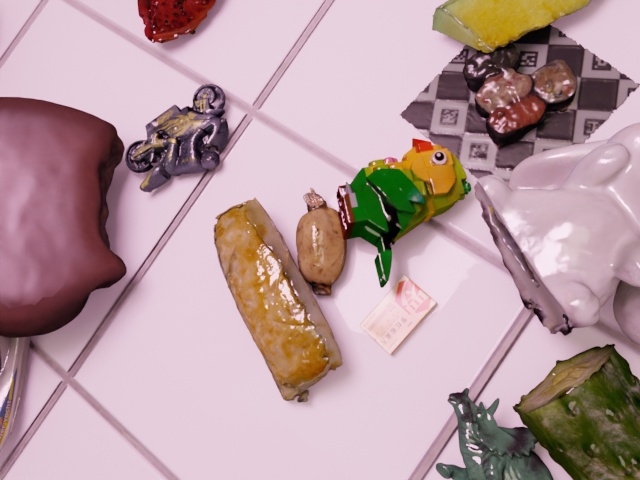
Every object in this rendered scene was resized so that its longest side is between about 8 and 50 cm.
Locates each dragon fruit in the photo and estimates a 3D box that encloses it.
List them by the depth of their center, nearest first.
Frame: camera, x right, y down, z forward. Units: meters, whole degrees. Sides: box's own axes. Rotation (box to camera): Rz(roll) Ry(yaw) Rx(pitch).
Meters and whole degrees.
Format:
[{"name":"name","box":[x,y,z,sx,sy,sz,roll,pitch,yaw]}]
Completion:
[{"name":"dragon fruit","box":[-0.230,-0.400,0.989,0.127,0.120,0.161,4,107,-23]}]

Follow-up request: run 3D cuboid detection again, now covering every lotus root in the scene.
[{"name":"lotus root","box":[0.000,0.000,0.830,0.072,0.063,0.152,-12,78,24]}]

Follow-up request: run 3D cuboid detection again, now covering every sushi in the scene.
[{"name":"sushi","box":[0.259,-0.197,0.807,0.231,0.047,0.219,-46,69,2]}]

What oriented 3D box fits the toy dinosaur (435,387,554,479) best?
[{"name":"toy dinosaur","box":[0.219,0.306,0.676,0.119,0.079,0.292,-9,67,-22]}]

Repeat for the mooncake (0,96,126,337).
[{"name":"mooncake","box":[-0.420,-0.042,0.874,0.333,0.174,0.326,-36,91,-28]}]

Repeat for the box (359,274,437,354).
[{"name":"box","box":[0.103,0.098,0.801,0.058,0.015,0.093,43,92,22]}]

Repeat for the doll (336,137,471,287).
[{"name":"doll","box":[0.107,-0.050,0.787,0.186,0.106,0.134,-39,78,-13]}]

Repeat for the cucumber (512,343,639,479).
[{"name":"cucumber","box":[0.331,0.241,0.646,0.134,0.134,0.245,-35,77,6]}]

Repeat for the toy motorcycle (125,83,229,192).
[{"name":"toy motorcycle","box":[-0.207,-0.147,0.926,0.193,0.061,0.124,-38,72,3]}]

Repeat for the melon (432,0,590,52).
[{"name":"melon","box":[0.285,-0.317,0.805,0.261,0.053,0.114,-17,59,3]}]

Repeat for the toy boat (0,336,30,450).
[{"name":"toy boat","box":[-0.519,0.204,0.901,0.140,0.141,0.270,-3,62,16]}]

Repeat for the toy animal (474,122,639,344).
[{"name":"toy animal","box":[0.332,-0.006,0.680,0.289,0.174,0.249,-9,64,15]}]

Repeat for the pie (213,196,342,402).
[{"name":"pie","box":[-0.067,0.079,0.816,0.128,0.068,0.283,-38,72,30]}]
